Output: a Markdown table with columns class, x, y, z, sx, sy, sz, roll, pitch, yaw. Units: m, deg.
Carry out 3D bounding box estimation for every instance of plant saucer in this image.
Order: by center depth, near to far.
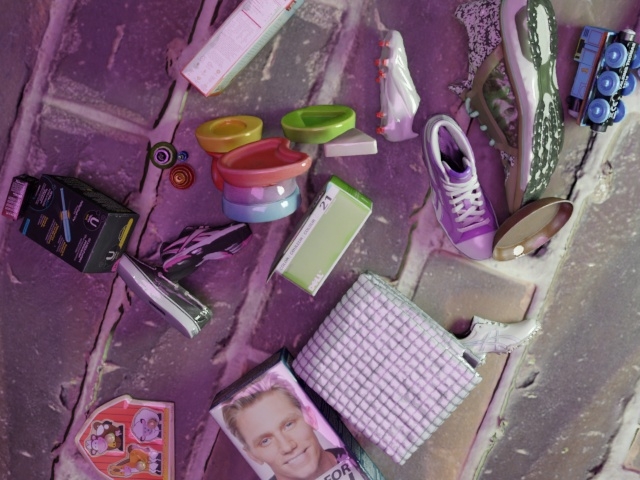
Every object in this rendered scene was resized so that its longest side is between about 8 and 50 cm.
| class | x | y | z | sx | sy | sz | roll | pitch | yaw |
| --- | --- | --- | --- | --- | --- | --- | --- | --- | --- |
| plant saucer | 0.370 | -0.024 | 1.741 | 0.168 | 0.168 | 0.029 | -35 | 63 | 8 |

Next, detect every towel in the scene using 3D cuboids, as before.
| class | x | y | z | sx | sy | sz | roll | pitch | yaw |
| --- | --- | --- | --- | --- | --- | --- | --- | --- | --- |
| towel | 0.124 | 0.226 | 1.788 | 0.284 | 0.121 | 0.235 | 39 | 98 | 7 |

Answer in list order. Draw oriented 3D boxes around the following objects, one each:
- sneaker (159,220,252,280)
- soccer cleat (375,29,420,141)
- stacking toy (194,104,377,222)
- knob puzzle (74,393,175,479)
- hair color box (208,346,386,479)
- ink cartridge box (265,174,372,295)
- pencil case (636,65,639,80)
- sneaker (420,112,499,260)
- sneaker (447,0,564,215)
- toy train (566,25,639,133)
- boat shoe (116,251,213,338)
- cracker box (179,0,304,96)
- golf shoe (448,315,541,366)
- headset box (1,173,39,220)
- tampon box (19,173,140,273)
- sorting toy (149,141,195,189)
| class | x | y | z | sx | sy | sz | roll | pitch | yaw |
| --- | --- | --- | --- | --- | --- | --- | --- | --- | --- |
| sneaker | -0.216 | -0.002 | 1.802 | 0.178 | 0.072 | 0.077 | -24 | 57 | -11 |
| soccer cleat | 0.140 | -0.274 | 1.745 | 0.076 | 0.068 | 0.196 | -2 | 101 | -12 |
| stacking toy | -0.056 | -0.122 | 1.681 | 0.280 | 0.309 | 0.130 | -11 | 116 | -10 |
| knob puzzle | -0.379 | 0.392 | 1.896 | 0.213 | 0.030 | 0.213 | 0 | 100 | 2 |
| hair color box | -0.035 | 0.393 | 1.844 | 0.174 | 0.105 | 0.347 | -36 | 96 | 7 |
| ink cartridge box | 0.000 | 0.000 | 1.697 | 0.097 | 0.255 | 0.188 | 34 | 100 | -4 |
| pencil case | 0.653 | -0.375 | 1.676 | 0.124 | 0.113 | 0.273 | 26 | 101 | -7 |
| sneaker | 0.243 | -0.083 | 1.722 | 0.102 | 0.161 | 0.282 | -23 | 99 | 5 |
| sneaker | 0.317 | -0.244 | 1.727 | 0.182 | 0.158 | 0.410 | 5 | 106 | 35 |
| toy train | 0.488 | -0.281 | 1.707 | 0.080 | 0.105 | 0.184 | -6 | 117 | -40 |
| boat shoe | -0.296 | 0.087 | 1.824 | 0.219 | 0.078 | 0.070 | 42 | 66 | 3 |
| cracker box | -0.131 | -0.353 | 1.692 | 0.067 | 0.156 | 0.232 | 44 | 98 | -5 |
| golf shoe | 0.316 | 0.171 | 1.812 | 0.176 | 0.069 | 0.086 | -26 | 92 | 5 |
| headset box | -0.552 | -0.076 | 1.805 | 0.032 | 0.062 | 0.083 | 19 | 99 | 0 |
| tampon box | -0.430 | -0.030 | 1.761 | 0.161 | 0.101 | 0.120 | 30 | 101 | 20 |
| sorting toy | -0.268 | -0.138 | 1.792 | 0.061 | 0.042 | 0.102 | -43 | 95 | 9 |
